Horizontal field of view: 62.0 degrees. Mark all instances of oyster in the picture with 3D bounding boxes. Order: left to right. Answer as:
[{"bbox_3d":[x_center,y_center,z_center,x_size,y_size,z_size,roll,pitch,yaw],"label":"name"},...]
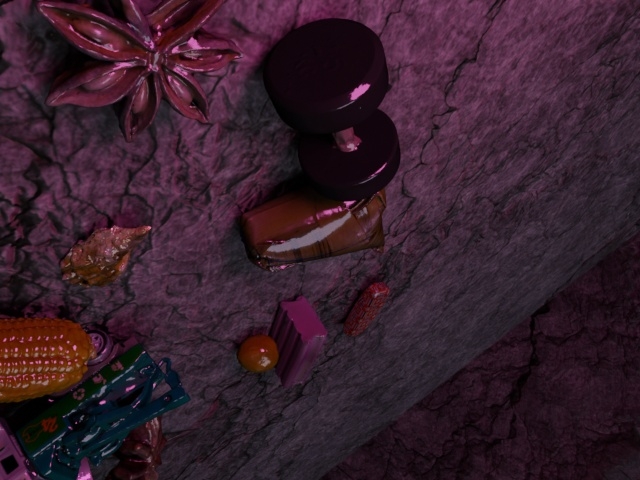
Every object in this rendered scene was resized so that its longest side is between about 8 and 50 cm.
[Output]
[{"bbox_3d":[-0.306,0.023,0.772,0.146,0.045,0.121,-28,163,-13],"label":"oyster"}]

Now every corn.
[{"bbox_3d":[-0.481,0.167,0.704,0.363,0.120,0.120,1,133,-45],"label":"corn"}]

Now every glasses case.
[{"bbox_3d":[0.117,0.175,1.390,0.073,0.049,0.194,-11,141,-39],"label":"glasses case"}]

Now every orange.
[{"bbox_3d":[-0.142,0.255,1.203,0.095,0.085,0.085,-9,146,-1],"label":"orange"}]

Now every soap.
[{"bbox_3d":[-0.061,0.235,1.221,0.066,0.122,0.203,-14,144,-33],"label":"soap"}]

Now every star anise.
[{"bbox_3d":[-0.405,0.464,1.140,0.109,0.292,0.349,2,168,-2],"label":"star anise"},{"bbox_3d":[-0.185,-0.188,0.563,0.212,0.073,0.196,-7,135,-35],"label":"star anise"}]

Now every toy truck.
[{"bbox_3d":[-0.409,0.297,0.873,0.363,0.178,0.176,-34,151,-19],"label":"toy truck"}]

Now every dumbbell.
[{"bbox_3d":[0.026,-0.168,0.725,0.153,0.152,0.218,-34,150,-4],"label":"dumbbell"}]

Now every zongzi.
[{"bbox_3d":[0.000,0.000,0.969,0.260,0.123,0.289,-27,153,-7],"label":"zongzi"}]

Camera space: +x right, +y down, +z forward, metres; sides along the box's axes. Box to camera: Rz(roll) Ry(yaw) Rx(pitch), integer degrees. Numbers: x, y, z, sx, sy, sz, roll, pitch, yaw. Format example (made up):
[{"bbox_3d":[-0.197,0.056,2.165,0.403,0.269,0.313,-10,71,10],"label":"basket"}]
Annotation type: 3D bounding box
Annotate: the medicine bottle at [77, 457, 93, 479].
[{"bbox_3d":[-0.586,0.519,1.050,0.255,0.152,0.152,-17,144,-32],"label":"medicine bottle"}]
